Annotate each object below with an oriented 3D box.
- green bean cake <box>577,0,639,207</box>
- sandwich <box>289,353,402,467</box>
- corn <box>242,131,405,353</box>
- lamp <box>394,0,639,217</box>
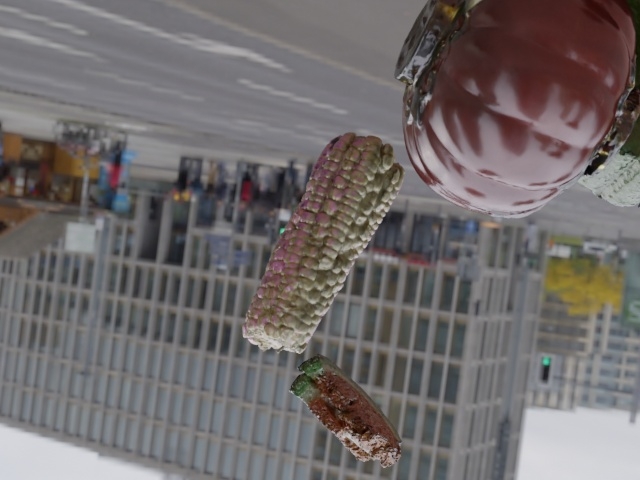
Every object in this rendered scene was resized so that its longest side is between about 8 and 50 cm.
[{"bbox_3d":[0.405,-0.206,1.459,0.247,0.250,0.156,36,160,3],"label":"green bean cake"},{"bbox_3d":[0.048,0.287,1.690,0.235,0.079,0.159,44,-171,-48],"label":"sandwich"},{"bbox_3d":[-0.001,0.000,1.491,0.126,0.335,0.126,28,167,7],"label":"corn"},{"bbox_3d":[0.218,-0.175,1.200,0.257,0.303,0.303,26,179,-6],"label":"lamp"}]
